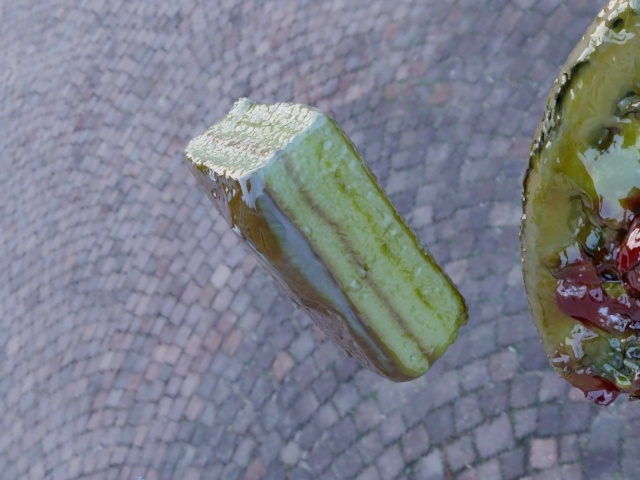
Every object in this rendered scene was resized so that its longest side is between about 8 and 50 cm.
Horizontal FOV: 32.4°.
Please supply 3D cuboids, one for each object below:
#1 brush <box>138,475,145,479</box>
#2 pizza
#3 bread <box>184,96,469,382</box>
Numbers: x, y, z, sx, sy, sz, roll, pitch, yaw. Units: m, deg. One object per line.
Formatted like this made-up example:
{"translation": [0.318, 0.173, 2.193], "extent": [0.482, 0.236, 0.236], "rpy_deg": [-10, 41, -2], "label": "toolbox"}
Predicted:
{"translation": [-0.147, 0.328, 0.861], "extent": [0.103, 0.013, 0.272], "rpy_deg": [30, 110, 44], "label": "brush"}
{"translation": [0.324, 0.044, 0.814], "extent": [0.406, 0.440, 0.130], "rpy_deg": [30, 57, 30], "label": "pizza"}
{"translation": [0.000, 0.000, 0.908], "extent": [0.110, 0.234, 0.184], "rpy_deg": [-44, 26, -10], "label": "bread"}
